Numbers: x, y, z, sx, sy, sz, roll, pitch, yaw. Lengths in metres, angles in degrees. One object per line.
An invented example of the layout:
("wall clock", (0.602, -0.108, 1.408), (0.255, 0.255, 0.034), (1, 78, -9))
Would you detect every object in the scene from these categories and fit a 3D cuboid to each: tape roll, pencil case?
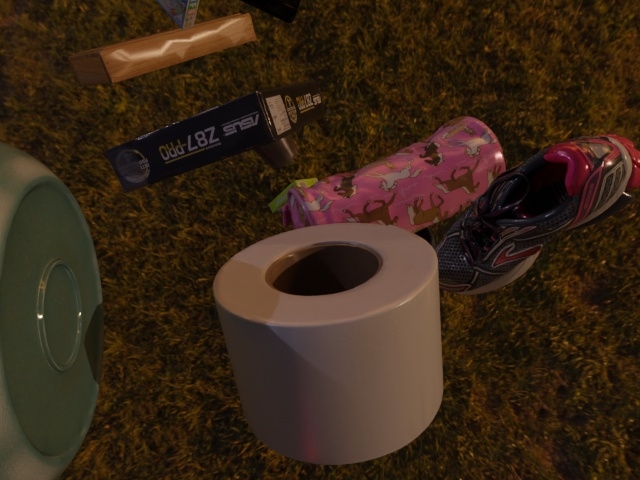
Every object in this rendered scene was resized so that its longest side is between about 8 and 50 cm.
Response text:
("tape roll", (0.014, 0.100, 0.527), (0.247, 0.246, 0.168), (-4, 112, 9))
("pencil case", (0.128, -0.084, 0.806), (0.387, 0.167, 0.159), (-25, 98, -14))

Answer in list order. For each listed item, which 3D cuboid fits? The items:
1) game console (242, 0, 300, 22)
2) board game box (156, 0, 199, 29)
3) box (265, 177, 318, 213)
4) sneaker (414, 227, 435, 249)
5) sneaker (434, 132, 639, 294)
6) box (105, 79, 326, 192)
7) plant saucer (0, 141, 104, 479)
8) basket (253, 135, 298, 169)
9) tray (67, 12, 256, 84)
("game console", (-0.135, -0.851, 1.398), (0.213, 0.044, 0.360), (20, 72, -16))
("board game box", (-0.261, -0.449, 0.759), (0.154, 0.103, 0.026), (49, 55, 3))
("box", (-0.095, -0.147, 1.544), (0.178, 0.109, 0.042), (-35, 77, 41))
("sneaker", (0.164, 0.001, 0.912), (0.069, 0.082, 0.209), (-48, 29, -10))
("sneaker", (0.227, -0.026, 0.567), (0.112, 0.299, 0.120), (-7, 61, -32))
("box", (-0.184, -0.230, 0.939), (0.319, 0.395, 0.097), (-13, 108, 17))
("plant saucer", (-0.252, 0.069, 0.412), (0.044, 0.317, 0.317), (-4, 72, -11))
("basket", (-0.205, -0.410, 1.831), (0.204, 0.226, 0.154), (-42, 26, -14))
("tray", (-0.387, -0.487, 1.147), (0.203, 0.076, 0.411), (17, 40, 42))
